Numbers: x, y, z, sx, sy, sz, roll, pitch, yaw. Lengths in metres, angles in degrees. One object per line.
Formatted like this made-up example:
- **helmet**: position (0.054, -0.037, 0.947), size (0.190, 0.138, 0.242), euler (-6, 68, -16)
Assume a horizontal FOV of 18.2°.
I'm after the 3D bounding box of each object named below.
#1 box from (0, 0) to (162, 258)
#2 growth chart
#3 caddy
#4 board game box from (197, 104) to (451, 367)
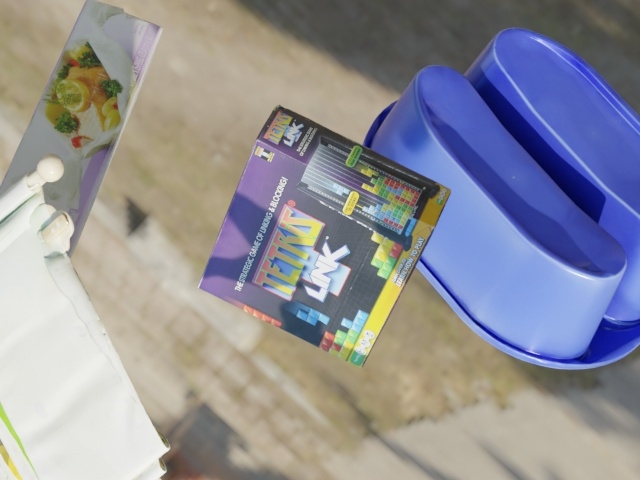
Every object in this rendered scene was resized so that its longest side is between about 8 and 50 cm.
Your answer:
- **box**: position (-0.188, -0.036, 1.391), size (0.063, 0.324, 0.067), euler (21, 140, -4)
- **growth chart**: position (-0.161, 0.088, 1.166), size (0.172, 0.021, 0.237), euler (-28, 85, 40)
- **caddy**: position (0.193, -0.035, 1.910), size (0.341, 0.241, 0.179), euler (50, 144, 18)
- **board game box**: position (0.000, 0.000, 1.455), size (0.141, 0.048, 0.170), euler (25, 136, 1)
